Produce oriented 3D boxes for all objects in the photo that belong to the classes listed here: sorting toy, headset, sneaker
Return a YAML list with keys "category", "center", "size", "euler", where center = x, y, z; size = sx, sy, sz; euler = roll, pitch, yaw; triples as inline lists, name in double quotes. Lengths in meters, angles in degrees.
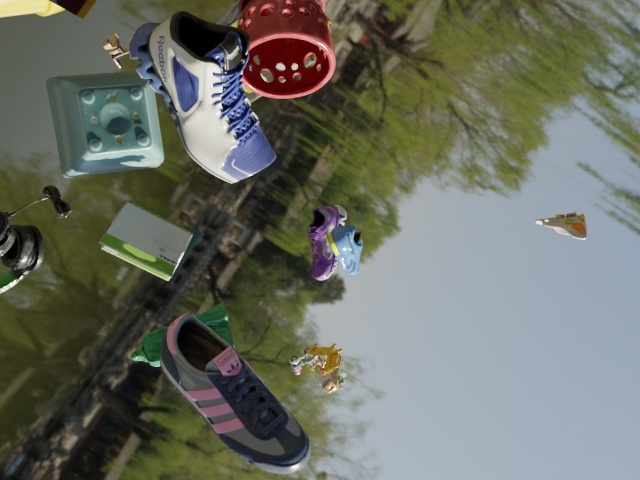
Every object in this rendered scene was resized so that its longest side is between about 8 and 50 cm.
- category: "sorting toy"
  center: [0.436, -0.030, 1.227]
  size: [0.083, 0.075, 0.044]
  euler: [-89, -178, -83]
- category: "headset"
  center: [-0.835, 0.013, 1.803]
  size: [0.394, 0.185, 0.243]
  euler: [-48, 150, 1]
- category: "sneaker"
  center: [0.081, 0.027, 1.700]
  size: [0.082, 0.069, 0.209]
  euler: [-23, 147, 5]
- category: "sneaker"
  center: [-0.141, 0.246, 1.092]
  size: [0.112, 0.319, 0.131]
  euler: [-41, 160, -40]
- category: "sneaker"
  center: [-0.174, -0.248, 1.122]
  size: [0.182, 0.315, 0.127]
  euler: [-14, -151, 50]
- category: "sneaker"
  center: [0.000, 0.000, 2.020]
  size: [0.095, 0.105, 0.236]
  euler: [6, -96, 47]

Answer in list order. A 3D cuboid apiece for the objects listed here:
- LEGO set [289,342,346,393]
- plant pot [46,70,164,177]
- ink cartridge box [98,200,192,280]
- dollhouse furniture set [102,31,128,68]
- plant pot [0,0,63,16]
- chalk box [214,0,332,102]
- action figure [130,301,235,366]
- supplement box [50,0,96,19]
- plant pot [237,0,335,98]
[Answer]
- category: "LEGO set"
  center: [0.025, 0.378, 1.915]
  size: [0.132, 0.107, 0.287]
  euler: [-32, -163, -17]
- category: "plant pot"
  center: [-0.495, -0.282, 1.584]
  size: [0.252, 0.248, 0.247]
  euler: [-165, -113, -66]
- category: "ink cartridge box"
  center: [-0.438, 0.024, 1.644]
  size: [0.097, 0.189, 0.255]
  euler: [-58, -168, 21]
- category: "dollhouse furniture set"
  center: [-0.560, -0.568, 1.896]
  size: [0.081, 0.091, 0.114]
  euler: [-22, -124, 5]
- category: "plant pot"
  center: [-0.851, -0.729, 1.850]
  size: [0.239, 0.254, 0.254]
  euler: [-38, 175, -33]
- category: "chalk box"
  center: [-0.150, -0.459, 1.560]
  size: [0.289, 0.180, 0.179]
  euler: [-21, -145, 37]
- category: "action figure"
  center: [-0.324, 0.238, 1.562]
  size: [0.063, 0.232, 0.137]
  euler: [124, -48, -67]
- category: "supplement box"
  center: [-0.597, -0.667, 1.570]
  size: [0.191, 0.194, 0.129]
  euler: [-40, -134, 29]
- category: "plant pot"
  center: [-0.074, -0.396, 1.286]
  size: [0.191, 0.191, 0.174]
  euler: [133, -44, -57]
